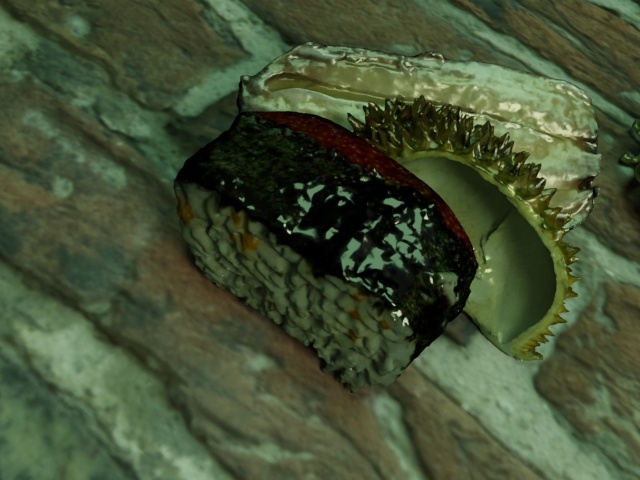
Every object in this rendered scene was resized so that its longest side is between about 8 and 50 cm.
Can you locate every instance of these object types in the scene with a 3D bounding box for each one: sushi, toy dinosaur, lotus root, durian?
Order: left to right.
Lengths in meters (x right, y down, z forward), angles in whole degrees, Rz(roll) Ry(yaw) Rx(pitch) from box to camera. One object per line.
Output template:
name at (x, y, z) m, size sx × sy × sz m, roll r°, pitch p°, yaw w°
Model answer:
sushi at (0.000, 0.000, 0.628) m, size 0.225 × 0.136 × 0.126 m, roll 41°, pitch 57°, yaw 17°
lotus root at (0.084, -0.084, 0.760) m, size 0.330 × 0.078 × 0.167 m, roll 12°, pitch 79°, yaw -3°
durian at (0.118, -0.022, 0.668) m, size 0.252 × 0.139 × 0.144 m, roll 40°, pitch 12°, yaw -4°
toy dinosaur at (0.346, -0.099, 0.883) m, size 0.058 × 0.037 × 0.180 m, roll 34°, pitch 49°, yaw 18°
